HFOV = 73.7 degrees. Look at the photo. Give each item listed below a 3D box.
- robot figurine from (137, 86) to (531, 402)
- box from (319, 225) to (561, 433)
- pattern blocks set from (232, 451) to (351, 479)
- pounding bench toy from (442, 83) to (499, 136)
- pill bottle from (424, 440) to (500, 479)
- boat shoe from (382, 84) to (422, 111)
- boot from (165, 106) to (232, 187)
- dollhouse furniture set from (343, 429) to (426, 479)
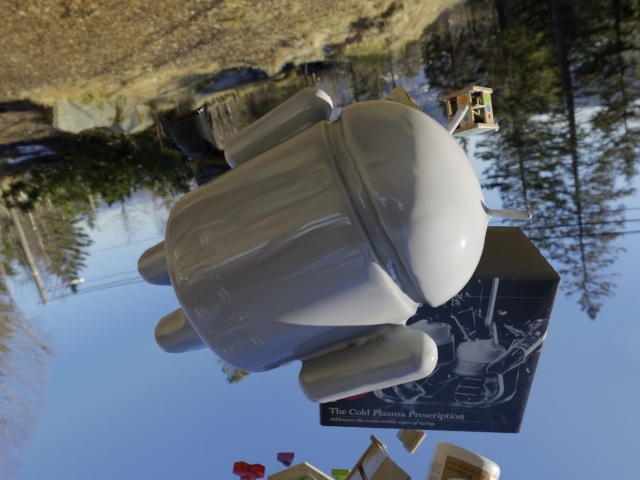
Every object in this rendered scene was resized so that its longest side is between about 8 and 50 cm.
[{"bbox_3d":[0.000,0.000,0.416,0.354,0.299,0.200,-26,168,14],"label":"robot figurine"},{"bbox_3d":[0.167,0.147,0.731,0.344,0.312,0.179,0,-154,4],"label":"box"},{"bbox_3d":[-0.036,0.623,1.079,0.286,0.324,0.026,-20,-149,18],"label":"pattern blocks set"},{"bbox_3d":[0.230,-0.193,0.634,0.083,0.065,0.052,-10,-177,-38],"label":"pounding bench toy"},{"bbox_3d":[0.255,0.528,0.826,0.131,0.131,0.229,-2,-125,46],"label":"pill bottle"},{"bbox_3d":[0.151,-0.210,0.755,0.059,0.063,0.170,-31,-138,14],"label":"boat shoe"},{"bbox_3d":[-0.150,-0.132,0.584,0.121,0.099,0.045,-12,-160,33],"label":"boot"},{"bbox_3d":[0.121,0.559,0.905,0.355,0.174,0.303,-49,173,-10],"label":"dollhouse furniture set"}]
